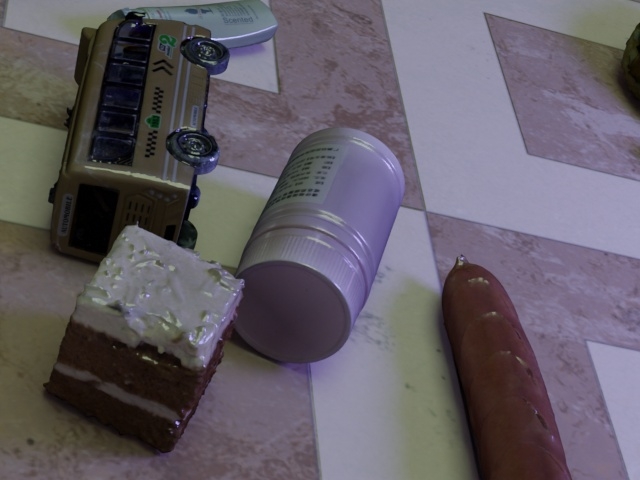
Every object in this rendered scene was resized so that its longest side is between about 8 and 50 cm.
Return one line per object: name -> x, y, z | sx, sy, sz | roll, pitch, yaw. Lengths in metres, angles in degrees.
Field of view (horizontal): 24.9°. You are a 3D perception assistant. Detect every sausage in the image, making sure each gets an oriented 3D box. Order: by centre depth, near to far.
sausage -> 0.179, 0.158, 1.390 | 0.088, 0.088, 0.433 | 13, 35, -16

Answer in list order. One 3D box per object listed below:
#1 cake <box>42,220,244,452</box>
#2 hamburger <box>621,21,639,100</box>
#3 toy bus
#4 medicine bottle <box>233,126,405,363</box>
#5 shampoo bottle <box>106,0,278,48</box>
cake -> -0.149, 0.080, 1.258 | 0.135, 0.147, 0.134 | 23, 36, 1
hamburger -> 0.576, -0.254, 2.041 | 0.285, 0.134, 0.265 | -21, 40, -24
toy bus -> -0.186, -0.106, 1.476 | 0.157, 0.139, 0.289 | 12, 42, -9
medicine bottle -> 0.000, 0.000, 1.451 | 0.133, 0.133, 0.250 | 23, 36, -2
shampoo bottle -> -0.153, -0.258, 1.746 | 0.212, 0.049, 0.072 | -11, 54, -37
